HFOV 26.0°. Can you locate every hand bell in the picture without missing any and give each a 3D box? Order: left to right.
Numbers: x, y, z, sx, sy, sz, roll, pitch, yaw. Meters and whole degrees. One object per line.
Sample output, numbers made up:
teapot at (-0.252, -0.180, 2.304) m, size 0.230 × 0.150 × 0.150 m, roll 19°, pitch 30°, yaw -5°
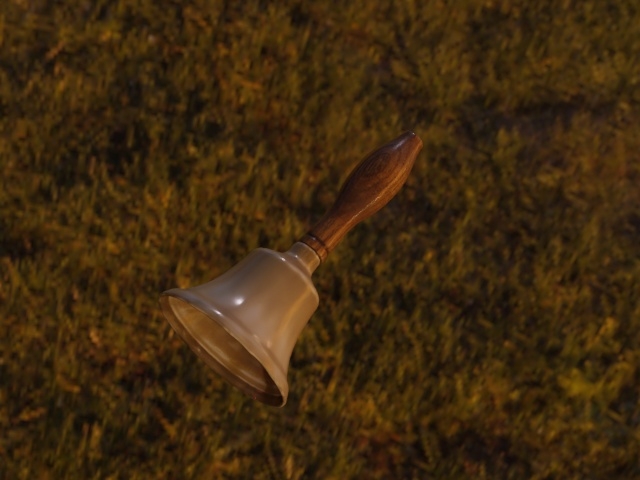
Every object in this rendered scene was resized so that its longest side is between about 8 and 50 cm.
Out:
hand bell at (0.000, 0.000, 1.084) m, size 0.126 × 0.126 × 0.242 m, roll 36°, pitch 70°, yaw 17°
